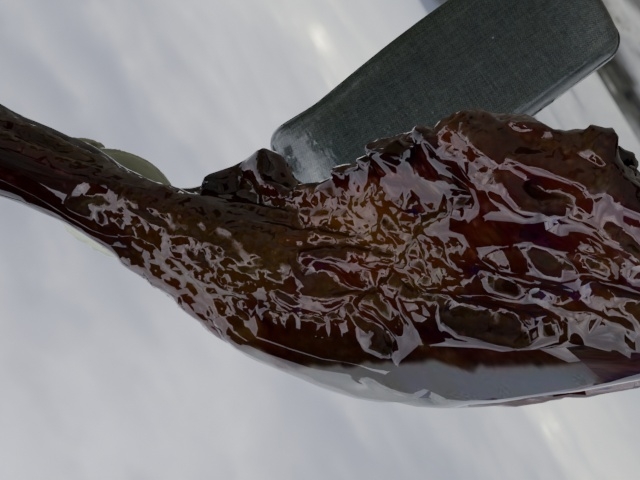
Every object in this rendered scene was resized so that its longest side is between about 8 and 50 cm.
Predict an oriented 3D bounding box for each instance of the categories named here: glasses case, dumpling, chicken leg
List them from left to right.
[{"bbox_3d":[-0.188,-0.045,1.147,0.169,0.100,0.134,16,-156,-5],"label":"dumpling"},{"bbox_3d":[0.000,0.000,0.455,0.158,0.406,0.096,74,-148,-53],"label":"chicken leg"},{"bbox_3d":[0.110,-0.132,1.102,0.131,0.323,0.074,56,-167,7],"label":"glasses case"}]
